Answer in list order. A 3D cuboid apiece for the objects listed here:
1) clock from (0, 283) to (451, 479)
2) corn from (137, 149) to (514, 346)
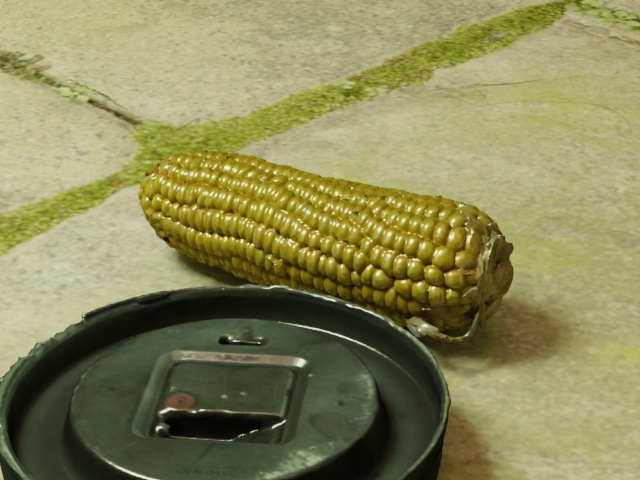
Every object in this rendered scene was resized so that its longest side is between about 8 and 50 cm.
[{"bbox_3d":[-0.061,0.117,1.135,0.281,0.055,0.280,0,28,0],"label":"clock"},{"bbox_3d":[0.000,0.000,1.315,0.293,0.106,0.106,14,31,30],"label":"corn"}]
